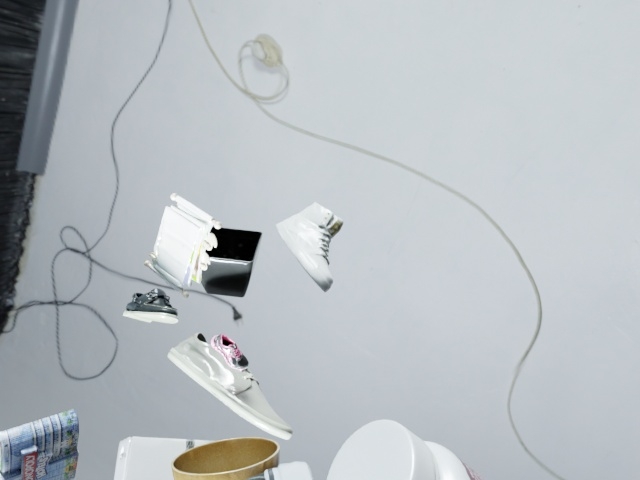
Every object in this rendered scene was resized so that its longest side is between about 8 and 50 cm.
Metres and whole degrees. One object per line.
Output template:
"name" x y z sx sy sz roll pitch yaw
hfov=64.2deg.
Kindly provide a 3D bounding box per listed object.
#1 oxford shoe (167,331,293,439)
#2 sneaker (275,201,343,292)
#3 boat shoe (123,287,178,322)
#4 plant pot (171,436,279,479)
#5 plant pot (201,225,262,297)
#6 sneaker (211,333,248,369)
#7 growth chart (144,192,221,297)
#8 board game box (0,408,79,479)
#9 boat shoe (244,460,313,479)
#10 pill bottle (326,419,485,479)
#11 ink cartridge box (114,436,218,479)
"oxford shoe" -0.248 0.403 1.454 0.449 0.169 0.130 29 67 26
"sneaker" 0.000 0.000 1.408 0.169 0.108 0.293 -34 47 -2
"boat shoe" -0.580 0.222 1.769 0.340 0.127 0.113 -12 60 54
"plant pot" -0.198 0.596 1.118 0.237 0.237 0.255 -6 85 19
"plant pot" -0.298 0.078 1.654 0.188 0.187 0.167 7 121 0
"sneaker" -0.228 0.286 1.320 0.119 0.047 0.057 44 133 -9
"growth chart" -0.310 0.017 1.142 0.172 0.021 0.237 39 119 18
"board game box" -0.618 0.464 1.072 0.060 0.194 0.194 46 128 32
"boat shoe" -0.025 0.298 0.333 0.119 0.335 0.121 -14 110 -10
"pill bottle" 0.204 0.492 0.875 0.224 0.224 0.392 -38 113 21
"ink cartridge box" -0.399 0.691 1.528 0.394 0.166 0.285 13 151 -22
